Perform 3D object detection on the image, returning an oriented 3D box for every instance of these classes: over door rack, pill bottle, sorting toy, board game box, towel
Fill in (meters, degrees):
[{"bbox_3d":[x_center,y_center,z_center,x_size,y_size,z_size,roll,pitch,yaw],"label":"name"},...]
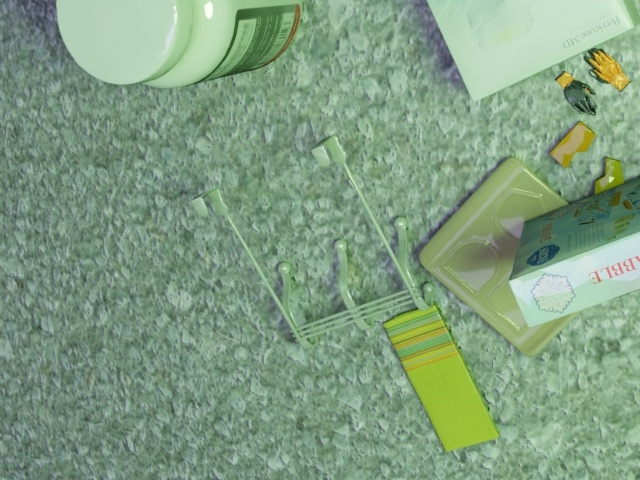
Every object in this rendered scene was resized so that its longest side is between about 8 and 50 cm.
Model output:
[{"bbox_3d":[0.000,0.000,1.473,0.239,0.108,0.324,-22,117,26],"label":"over door rack"},{"bbox_3d":[-0.182,-0.320,1.326,0.210,0.363,0.210,6,107,20],"label":"pill bottle"},{"bbox_3d":[0.322,-0.009,1.398,0.229,0.041,0.307,43,110,3],"label":"sorting toy"},{"bbox_3d":[0.398,-0.020,1.184,0.318,0.318,0.066,-22,96,19],"label":"board game box"},{"bbox_3d":[0.190,0.216,1.526,0.102,0.021,0.237,-23,97,32],"label":"towel"}]

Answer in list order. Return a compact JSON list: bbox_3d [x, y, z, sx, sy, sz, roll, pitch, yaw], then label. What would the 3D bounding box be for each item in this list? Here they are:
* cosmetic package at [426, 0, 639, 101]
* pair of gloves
[{"bbox_3d":[0.266,-0.333,1.268,0.224,0.138,0.225,-24,97,26],"label":"cosmetic package"},{"bbox_3d":[0.372,-0.217,1.328,0.074,0.010,0.083,49,117,3],"label":"pair of gloves"}]
